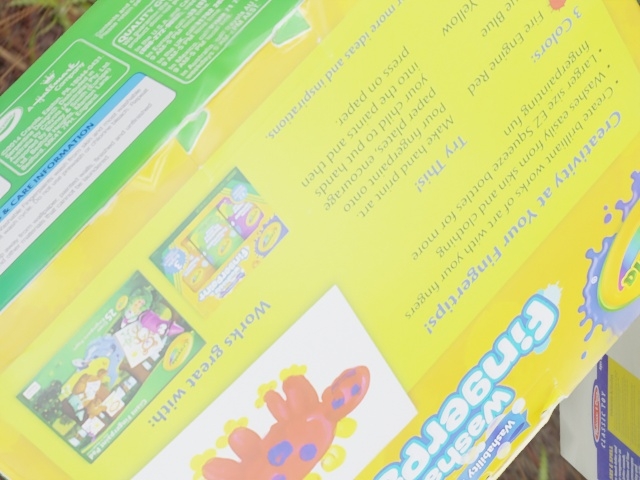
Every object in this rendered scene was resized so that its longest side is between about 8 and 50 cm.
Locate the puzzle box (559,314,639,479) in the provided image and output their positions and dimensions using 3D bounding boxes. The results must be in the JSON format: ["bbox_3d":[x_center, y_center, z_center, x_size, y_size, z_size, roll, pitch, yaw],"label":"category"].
[{"bbox_3d":[0.319,0.081,1.628,0.052,0.272,0.408,-7,106,-14],"label":"puzzle box"}]

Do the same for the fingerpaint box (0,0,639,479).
[{"bbox_3d":[0.000,0.000,0.948,0.445,0.163,0.371,-47,131,-10],"label":"fingerpaint box"}]
